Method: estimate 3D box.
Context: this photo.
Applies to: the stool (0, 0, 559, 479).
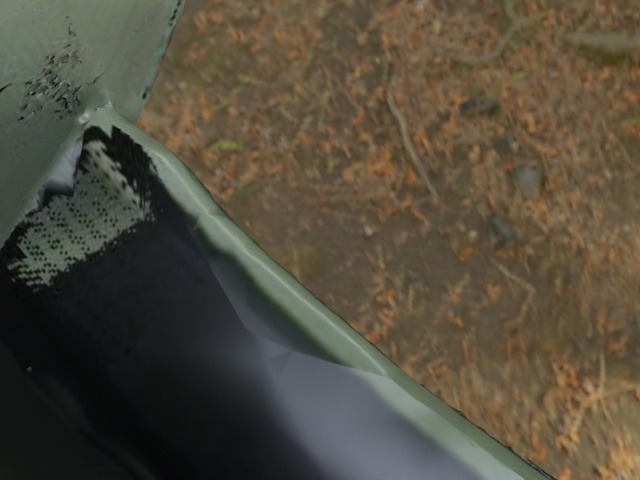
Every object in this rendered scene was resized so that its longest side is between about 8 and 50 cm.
[{"bbox_3d":[0.000,0.000,0.298,0.244,0.170,0.269,36,115,24],"label":"stool"}]
